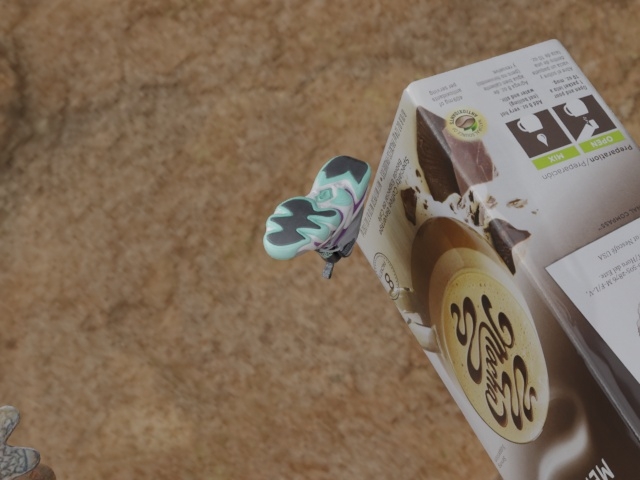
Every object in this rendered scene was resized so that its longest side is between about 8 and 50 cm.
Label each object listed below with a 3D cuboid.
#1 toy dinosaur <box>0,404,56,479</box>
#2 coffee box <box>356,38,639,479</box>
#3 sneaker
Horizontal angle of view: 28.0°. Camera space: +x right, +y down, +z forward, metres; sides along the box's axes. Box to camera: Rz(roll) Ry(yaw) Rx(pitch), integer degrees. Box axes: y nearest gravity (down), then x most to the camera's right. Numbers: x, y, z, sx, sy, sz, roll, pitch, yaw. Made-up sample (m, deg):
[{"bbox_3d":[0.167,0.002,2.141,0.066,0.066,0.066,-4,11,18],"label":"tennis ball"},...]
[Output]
[{"bbox_3d":[-0.121,0.142,0.533,0.295,0.200,0.127,41,84,0],"label":"toy dinosaur"},{"bbox_3d":[0.152,0.051,0.773,0.118,0.168,0.297,-20,62,-22],"label":"coffee box"},{"bbox_3d":[0.000,0.000,0.781,0.038,0.069,0.098,25,45,25],"label":"sneaker"}]
